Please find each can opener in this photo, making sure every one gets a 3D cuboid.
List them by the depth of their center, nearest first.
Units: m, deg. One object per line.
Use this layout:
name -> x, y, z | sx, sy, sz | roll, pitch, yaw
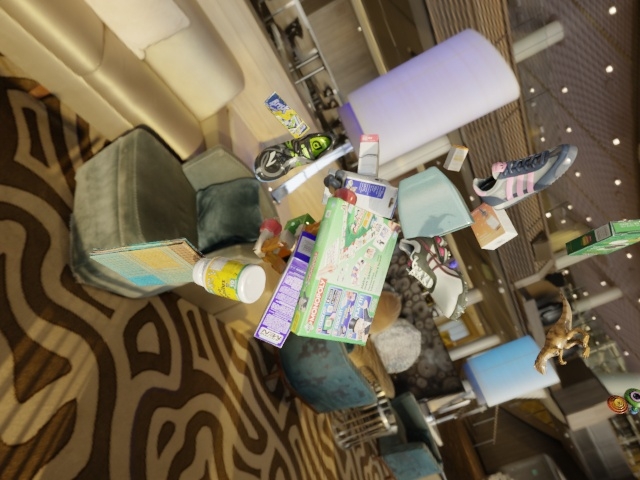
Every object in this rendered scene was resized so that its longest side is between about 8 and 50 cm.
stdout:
can opener -> 0.044, -0.220, 1.551 | 0.095, 0.076, 0.283 | 37, -3, 3

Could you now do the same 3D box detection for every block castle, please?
block castle -> 0.000, 0.000, 1.527 | 0.303, 0.453, 0.213 | 47, 44, -29

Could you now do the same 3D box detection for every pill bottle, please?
pill bottle -> -0.281, 0.113, 1.230 | 0.117, 0.208, 0.118 | -30, 125, -56

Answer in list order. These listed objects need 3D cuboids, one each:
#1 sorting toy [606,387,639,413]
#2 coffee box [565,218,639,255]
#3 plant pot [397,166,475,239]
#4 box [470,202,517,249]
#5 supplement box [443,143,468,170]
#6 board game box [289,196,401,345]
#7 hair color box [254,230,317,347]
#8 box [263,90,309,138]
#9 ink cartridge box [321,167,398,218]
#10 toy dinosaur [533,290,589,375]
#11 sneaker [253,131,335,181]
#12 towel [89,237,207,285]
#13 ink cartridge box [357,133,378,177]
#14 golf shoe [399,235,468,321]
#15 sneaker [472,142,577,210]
sorting toy -> 0.862, 0.451, 1.134 | 0.042, 0.101, 0.061 | 50, 14, -50
coffee box -> 0.716, -0.005, 1.010 | 0.184, 0.113, 0.041 | 85, 1, -73
plant pot -> 0.429, -0.139, 1.574 | 0.247, 0.247, 0.253 | -3, 73, -66
box -> 0.736, -0.066, 1.751 | 0.090, 0.130, 0.171 | 5, 55, -34
supplement box -> 0.553, -0.338, 1.659 | 0.036, 0.062, 0.099 | 55, -45, 52
board game box -> 0.065, 0.081, 0.972 | 0.213, 0.318, 0.046 | 19, -3, -35
hair color box -> -0.094, 0.161, 1.330 | 0.110, 0.339, 0.185 | 26, 27, -6
box -> -0.114, -0.413, 1.338 | 0.169, 0.059, 0.054 | 50, 7, 22
ink cartridge box -> 0.182, -0.212, 1.831 | 0.065, 0.332, 0.166 | -78, -178, -56
toy dinosaur -> 0.558, 0.211, 0.934 | 0.064, 0.212, 0.112 | 37, -11, -36
sneaker -> -0.051, -0.176, 0.812 | 0.067, 0.188, 0.078 | 65, -21, -7
towel -> -0.560, 0.082, 1.417 | 0.271, 0.369, 0.040 | 60, 28, -55
ink cartridge box -> 0.237, -0.381, 1.972 | 0.159, 0.092, 0.218 | 62, 31, -68
golf shoe -> 0.274, 0.090, 1.006 | 0.273, 0.120, 0.105 | -97, -163, -54
sneaker -> 0.595, -0.201, 1.219 | 0.131, 0.319, 0.112 | 33, 56, -8
